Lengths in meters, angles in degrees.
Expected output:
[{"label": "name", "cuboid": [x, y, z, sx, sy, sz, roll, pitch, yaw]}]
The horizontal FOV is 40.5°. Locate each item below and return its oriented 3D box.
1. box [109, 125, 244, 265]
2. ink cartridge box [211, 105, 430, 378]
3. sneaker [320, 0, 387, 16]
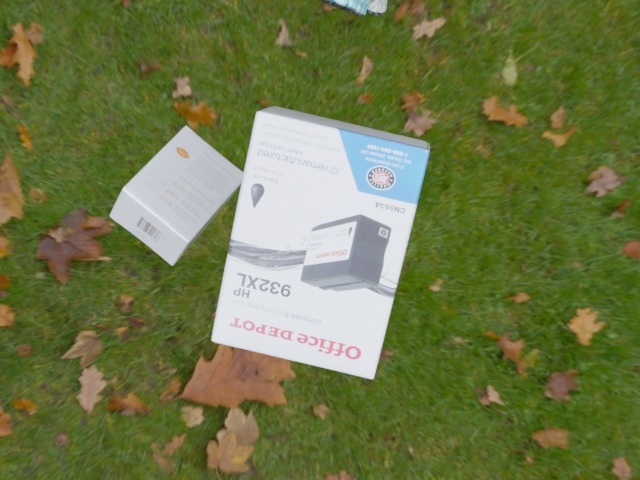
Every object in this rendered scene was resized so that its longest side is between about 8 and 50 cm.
[{"label": "box", "cuboid": [-0.223, -0.071, 1.367, 0.130, 0.091, 0.170, 40, 53, -3]}, {"label": "ink cartridge box", "cuboid": [0.000, 0.000, 1.136, 0.223, 0.129, 0.307, 13, 102, 2]}, {"label": "sneaker", "cuboid": [0.051, -0.348, 1.060, 0.110, 0.283, 0.122, 23, 109, -3]}]
